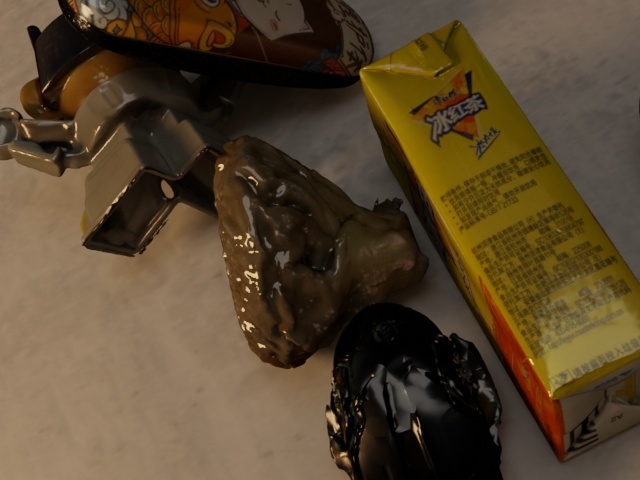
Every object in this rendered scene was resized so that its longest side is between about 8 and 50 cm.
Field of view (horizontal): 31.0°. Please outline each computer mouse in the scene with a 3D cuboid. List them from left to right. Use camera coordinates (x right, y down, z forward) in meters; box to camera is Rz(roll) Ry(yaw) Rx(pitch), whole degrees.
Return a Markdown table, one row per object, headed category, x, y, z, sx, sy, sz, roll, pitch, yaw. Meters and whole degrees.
| category | x | y | z | sx | sy | sz | roll | pitch | yaw |
| --- | --- | --- | --- | --- | --- | --- | --- | --- | --- |
| computer mouse | 0.074 | 0.160 | 0.923 | 0.147 | 0.077 | 0.241 | -22 | 74 | 11 |

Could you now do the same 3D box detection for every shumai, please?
| category | x | y | z | sx | sy | sz | roll | pitch | yaw |
| --- | --- | --- | --- | --- | --- | --- | --- | --- | --- |
| shumai | 0.000 | 0.000 | 1.016 | 0.176 | 0.166 | 0.205 | -14 | 84 | -5 |

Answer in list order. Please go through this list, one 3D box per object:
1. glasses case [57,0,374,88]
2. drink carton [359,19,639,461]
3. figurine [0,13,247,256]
| category | x | y | z | sx | sy | sz | roll | pitch | yaw |
| --- | --- | --- | --- | --- | --- | --- | --- | --- | --- |
| glasses case | -0.093 | -0.215 | 1.111 | 0.321 | 0.082 | 0.122 | 5 | 44 | -30 |
| drink carton | 0.159 | -0.007 | 0.973 | 0.111 | 0.154 | 0.351 | -26 | 58 | -1 |
| figurine | -0.189 | -0.134 | 1.144 | 0.309 | 0.143 | 0.308 | 14 | 45 | -15 |
